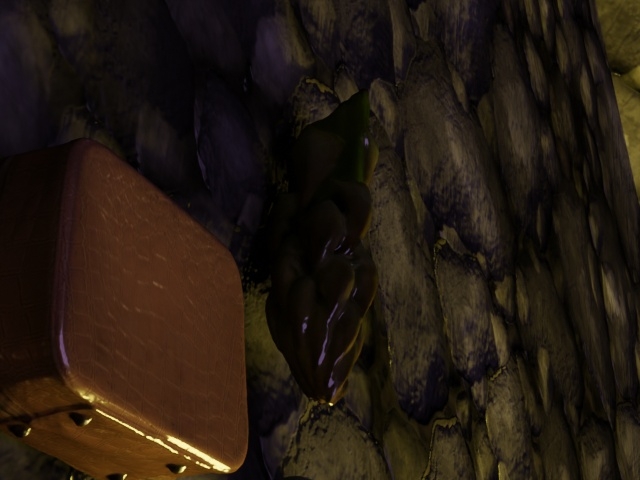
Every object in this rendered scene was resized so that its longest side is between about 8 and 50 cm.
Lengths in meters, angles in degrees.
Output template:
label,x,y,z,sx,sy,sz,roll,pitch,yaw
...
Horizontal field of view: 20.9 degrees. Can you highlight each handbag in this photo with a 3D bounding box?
label,x,y,z,sx,sy,sz,roll,pitch,yaw
handbag,-0.107,0.036,0.864,0.193,0.072,0.151,37,46,-57

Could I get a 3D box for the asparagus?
label,x,y,z,sx,sy,sz,roll,pitch,yaw
asparagus,0.000,0.000,1.150,0.287,0.080,0.080,-91,158,-45

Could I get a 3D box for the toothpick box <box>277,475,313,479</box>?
label,x,y,z,sx,sy,sz,roll,pitch,yaw
toothpick box,-0.003,0.184,1.077,0.083,0.052,0.052,50,35,-53
